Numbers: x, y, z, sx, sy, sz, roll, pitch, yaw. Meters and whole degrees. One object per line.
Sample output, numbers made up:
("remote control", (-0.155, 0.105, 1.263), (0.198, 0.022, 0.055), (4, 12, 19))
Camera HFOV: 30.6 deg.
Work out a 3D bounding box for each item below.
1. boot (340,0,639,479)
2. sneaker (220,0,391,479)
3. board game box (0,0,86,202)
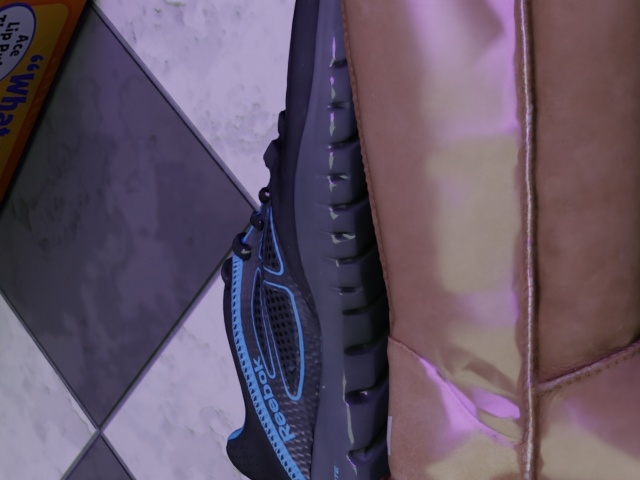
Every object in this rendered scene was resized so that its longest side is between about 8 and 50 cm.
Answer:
("boot", (0.123, -0.015, 0.454), (0.236, 0.089, 0.269), (-1, 88, 10))
("sneaker", (0.000, 0.000, 0.604), (0.140, 0.125, 0.340), (16, 111, 40))
("board game box", (-0.441, -0.129, 0.768), (0.356, 0.356, 0.356), (48, 128, 19))
